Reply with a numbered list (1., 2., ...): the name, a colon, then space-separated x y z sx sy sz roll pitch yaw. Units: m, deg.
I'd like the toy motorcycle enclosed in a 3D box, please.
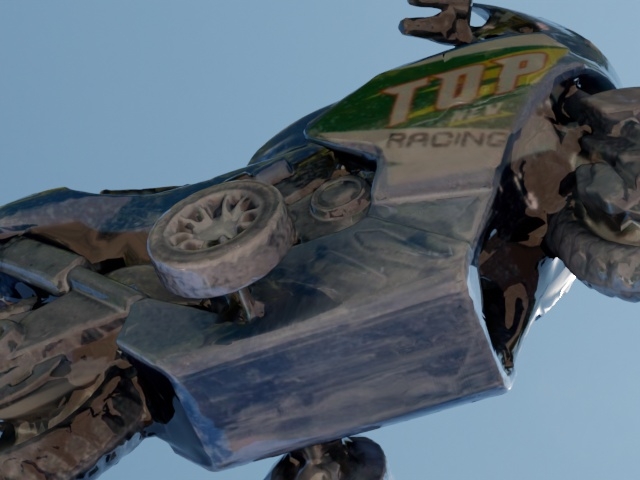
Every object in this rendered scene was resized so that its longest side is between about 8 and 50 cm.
1. toy motorcycle: 0.000 0.000 0.476 0.254 0.092 0.135 -18 -148 10
